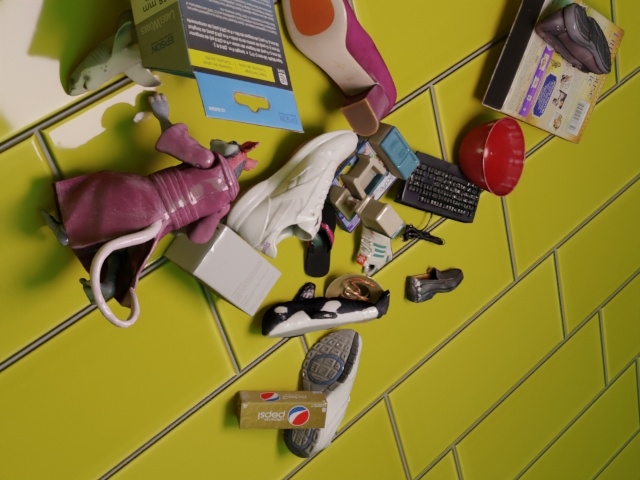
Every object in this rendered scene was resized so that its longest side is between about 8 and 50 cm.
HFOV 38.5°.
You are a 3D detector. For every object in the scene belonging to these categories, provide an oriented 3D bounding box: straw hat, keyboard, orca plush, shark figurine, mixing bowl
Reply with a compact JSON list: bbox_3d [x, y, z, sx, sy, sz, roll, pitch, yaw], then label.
[{"bbox_3d":[0.079,0.107,1.979,0.061,0.144,0.144,-82,156,-50],"label":"straw hat"},{"bbox_3d":[0.267,-0.078,2.075,0.317,0.033,0.202,12,99,-50],"label":"keyboard"},{"bbox_3d":[0.005,0.127,1.893,0.287,0.151,0.102,-12,76,-14],"label":"orca plush"},{"bbox_3d":[-0.268,-0.322,1.472,0.278,0.116,0.166,-11,148,-31],"label":"shark figurine"},{"bbox_3d":[0.379,-0.194,2.083,0.181,0.098,0.182,-14,109,-47],"label":"mixing bowl"}]

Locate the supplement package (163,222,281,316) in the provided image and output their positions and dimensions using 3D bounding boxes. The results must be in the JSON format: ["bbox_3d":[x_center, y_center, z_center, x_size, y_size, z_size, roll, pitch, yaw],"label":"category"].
[{"bbox_3d":[-0.179,0.044,1.691,0.105,0.105,0.179,-55,134,-9],"label":"supplement package"}]

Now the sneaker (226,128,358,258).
[{"bbox_3d":[-0.028,-0.087,1.737,0.305,0.152,0.114,-42,169,-15],"label":"sneaker"}]

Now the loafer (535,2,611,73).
[{"bbox_3d":[0.571,-0.446,2.052,0.302,0.095,0.109,18,67,-56],"label":"loafer"}]

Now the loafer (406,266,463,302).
[{"bbox_3d":[0.273,0.092,2.156,0.170,0.062,0.061,-22,116,-36],"label":"loafer"}]

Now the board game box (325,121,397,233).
[{"bbox_3d":[0.086,-0.132,1.910,0.201,0.035,0.136,-49,132,-16],"label":"board game box"}]

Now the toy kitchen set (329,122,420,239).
[{"bbox_3d":[0.146,-0.106,1.831,0.207,0.166,0.122,-53,133,-12],"label":"toy kitchen set"}]

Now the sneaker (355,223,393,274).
[{"bbox_3d":[0.108,0.017,1.961,0.075,0.057,0.161,-45,148,-17],"label":"sneaker"}]

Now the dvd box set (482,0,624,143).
[{"bbox_3d":[0.559,-0.412,2.162,0.420,0.062,0.308,7,107,-50],"label":"dvd box set"}]

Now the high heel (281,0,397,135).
[{"bbox_3d":[0.037,-0.392,1.745,0.181,0.127,0.377,-66,140,-51],"label":"high heel"}]

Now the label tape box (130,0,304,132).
[{"bbox_3d":[-0.167,-0.319,1.417,0.240,0.105,0.334,0,75,-55],"label":"label tape box"}]

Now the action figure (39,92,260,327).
[{"bbox_3d":[-0.251,-0.073,1.480,0.370,0.275,0.248,-29,120,-14],"label":"action figure"}]

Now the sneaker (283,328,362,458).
[{"bbox_3d":[0.017,0.330,2.008,0.129,0.111,0.297,14,101,-60],"label":"sneaker"}]

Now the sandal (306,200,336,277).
[{"bbox_3d":[0.000,0.000,1.865,0.067,0.040,0.179,-2,114,-5],"label":"sandal"}]

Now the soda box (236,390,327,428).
[{"bbox_3d":[-0.080,0.348,1.885,0.181,0.058,0.061,2,107,-12],"label":"soda box"}]
